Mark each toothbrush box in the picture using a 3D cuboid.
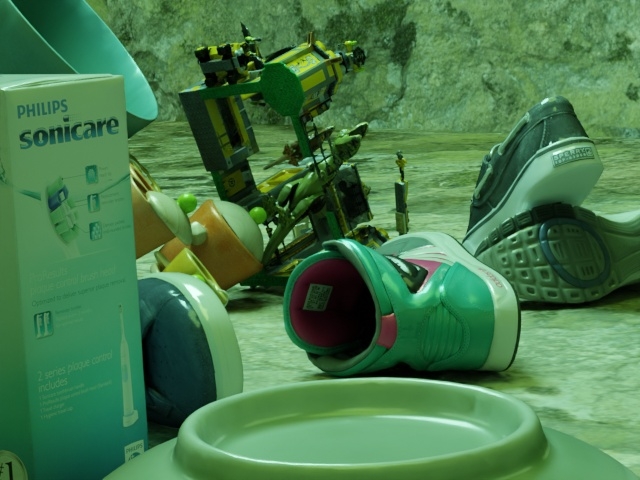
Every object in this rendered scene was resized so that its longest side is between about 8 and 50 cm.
[{"bbox_3d":[-0.246,0.033,1.274,0.216,0.296,0.126,4,11,34],"label":"toothbrush box"}]

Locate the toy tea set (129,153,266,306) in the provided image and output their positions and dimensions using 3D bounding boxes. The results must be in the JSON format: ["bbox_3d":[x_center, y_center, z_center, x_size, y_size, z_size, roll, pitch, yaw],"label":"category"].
[{"bbox_3d":[-0.134,-0.020,1.863,0.124,0.200,0.336,-38,9,2],"label":"toy tea set"}]

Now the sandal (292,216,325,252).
[{"bbox_3d":[0.000,0.000,2.274,0.072,0.049,0.180,-7,23,5],"label":"sandal"}]

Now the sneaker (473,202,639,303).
[{"bbox_3d":[0.295,0.019,1.956,0.297,0.111,0.129,-6,-12,-20],"label":"sneaker"}]

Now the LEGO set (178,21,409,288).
[{"bbox_3d":[0.002,-0.097,2.023,0.255,0.331,0.192,-13,16,47],"label":"LEGO set"}]

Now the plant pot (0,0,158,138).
[{"bbox_3d":[-0.363,-0.167,2.005,0.235,0.293,0.293,-41,3,10],"label":"plant pot"}]

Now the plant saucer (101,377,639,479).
[{"bbox_3d":[0.024,0.152,1.071,0.400,0.101,0.400,-3,9,0],"label":"plant saucer"}]

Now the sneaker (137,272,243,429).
[{"bbox_3d":[-0.198,0.097,1.447,0.148,0.131,0.350,-14,7,-34],"label":"sneaker"}]

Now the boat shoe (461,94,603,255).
[{"bbox_3d":[0.216,-0.058,1.987,0.108,0.102,0.301,-11,-22,-16],"label":"boat shoe"}]

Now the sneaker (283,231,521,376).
[{"bbox_3d":[0.046,0.054,1.667,0.178,0.124,0.295,5,7,-19],"label":"sneaker"}]
